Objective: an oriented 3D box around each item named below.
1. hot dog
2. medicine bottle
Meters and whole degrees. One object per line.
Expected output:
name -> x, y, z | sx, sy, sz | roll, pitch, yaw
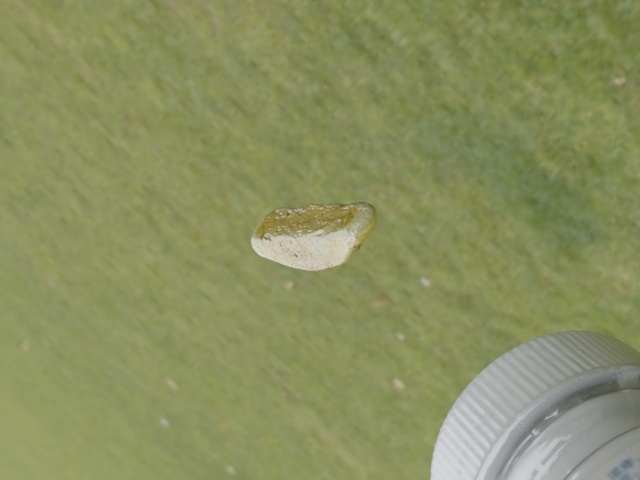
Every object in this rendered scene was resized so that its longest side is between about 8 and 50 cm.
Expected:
hot dog -> 0.000, 0.000, 0.769 | 0.090, 0.030, 0.034 | -4, 131, 44
medicine bottle -> 0.115, 0.108, 0.438 | 0.105, 0.105, 0.168 | 53, 176, -30
